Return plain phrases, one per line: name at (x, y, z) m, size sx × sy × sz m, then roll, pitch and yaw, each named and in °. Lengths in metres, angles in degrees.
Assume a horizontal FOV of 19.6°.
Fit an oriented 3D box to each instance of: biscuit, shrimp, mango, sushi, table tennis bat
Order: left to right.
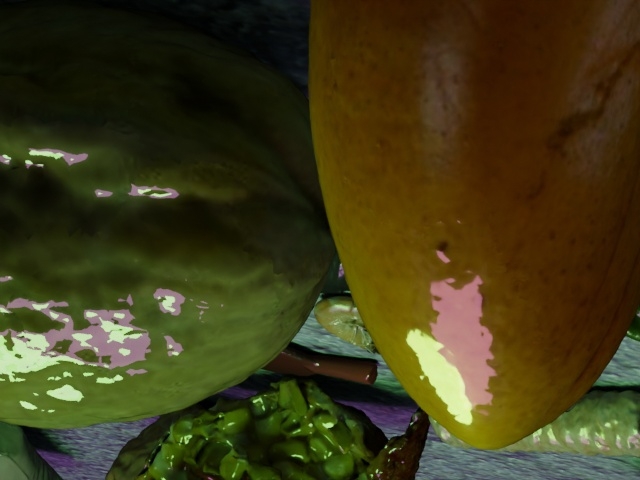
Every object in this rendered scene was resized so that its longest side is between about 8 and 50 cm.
sushi at (-0.039, 0.209, 1.679) m, size 0.296 × 0.167 × 0.179 m, roll 5°, pitch 165°, yaw 25°
table tennis bat at (-0.025, 0.105, 1.617) m, size 0.154 × 0.019 × 0.098 m, roll 7°, pitch 163°, yaw 21°
shrimp at (0.037, 0.067, 1.457) m, size 0.059 × 0.023 × 0.108 m, roll -11°, pitch 153°, yaw 32°
mango at (0.067, -0.057, 0.675) m, size 0.138 × 0.257 × 0.187 m, roll 6°, pitch 162°, yaw 18°
biscuit at (0.194, 0.151, 1.551) m, size 0.219 × 0.055 × 0.061 m, roll -5°, pitch 152°, yaw 40°

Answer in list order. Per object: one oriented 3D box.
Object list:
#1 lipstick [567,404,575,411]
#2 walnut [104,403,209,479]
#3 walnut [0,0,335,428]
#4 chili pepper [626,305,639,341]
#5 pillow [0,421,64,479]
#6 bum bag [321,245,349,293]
lipstick at (0.148, 0.122, 1.520) m, size 0.130 × 0.038 × 0.038 m, roll -4°, pitch 156°, yaw 42°
walnut at (-0.122, 0.263, 1.896) m, size 0.213 × 0.213 × 0.213 m, roll 11°, pitch 162°, yaw 4°
walnut at (-0.124, -0.010, 0.994) m, size 0.282 × 0.227 × 0.283 m, roll 9°, pitch 150°, yaw 5°
chili pepper at (0.215, 0.029, 1.157) m, size 0.072 × 0.073 × 0.204 m, roll -19°, pitch 148°, yaw 34°
pillow at (-0.443, 0.259, 2.192) m, size 0.255 × 0.120 × 0.322 m, roll 7°, pitch 159°, yaw 9°
bum bag at (0.000, 0.000, 1.198) m, size 0.248 × 0.069 × 0.102 m, roll 1°, pitch -165°, yaw 27°
